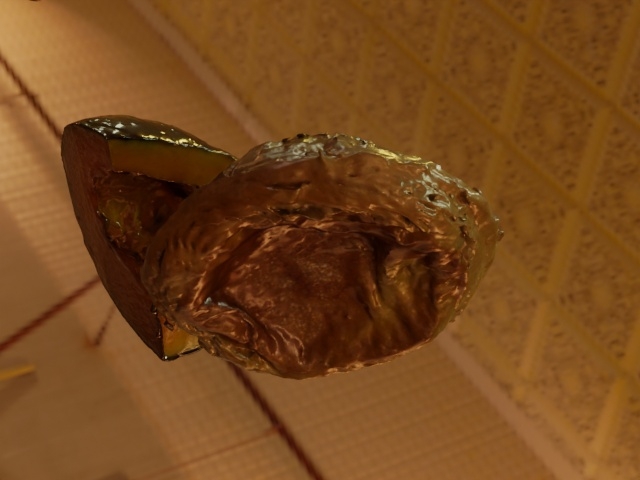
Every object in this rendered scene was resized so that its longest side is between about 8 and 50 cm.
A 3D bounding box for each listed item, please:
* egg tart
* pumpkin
[{"bbox_3d":[0.000,0.000,1.400,0.352,0.352,0.150,116,-28,-51],"label":"egg tart"},{"bbox_3d":[-0.157,-0.045,1.514,0.148,0.169,0.312,38,-30,37],"label":"pumpkin"}]
